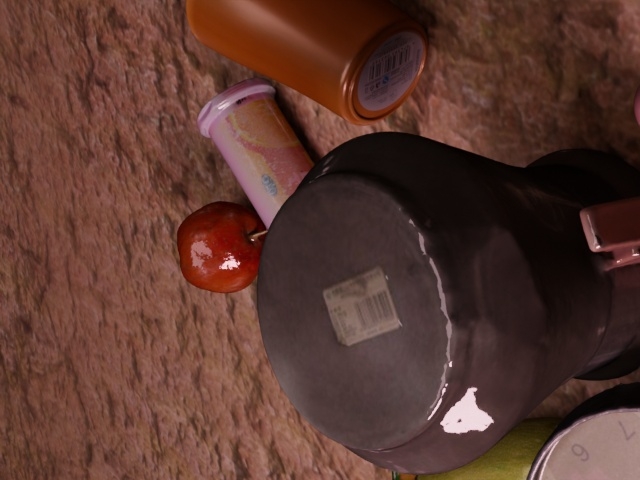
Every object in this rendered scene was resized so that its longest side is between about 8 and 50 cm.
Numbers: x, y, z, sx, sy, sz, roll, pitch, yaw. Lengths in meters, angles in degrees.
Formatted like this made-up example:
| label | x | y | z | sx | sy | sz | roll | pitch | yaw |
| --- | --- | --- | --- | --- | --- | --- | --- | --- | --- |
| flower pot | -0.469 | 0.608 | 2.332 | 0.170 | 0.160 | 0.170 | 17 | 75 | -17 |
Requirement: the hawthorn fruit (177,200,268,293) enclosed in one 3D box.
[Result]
| label | x | y | z | sx | sy | sz | roll | pitch | yaw |
| --- | --- | --- | --- | --- | --- | --- | --- | --- | --- |
| hawthorn fruit | -0.128 | 0.005 | 2.123 | 0.125 | 0.125 | 0.140 | 67 | 160 | 8 |

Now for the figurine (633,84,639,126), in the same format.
| label | x | y | z | sx | sy | sz | roll | pitch | yaw |
| --- | --- | --- | --- | --- | --- | --- | --- | --- | --- |
| figurine | 0.316 | -0.124 | 1.459 | 0.067 | 0.071 | 0.083 | -34 | 75 | 55 |

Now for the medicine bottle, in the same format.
| label | x | y | z | sx | sy | sz | roll | pitch | yaw |
| --- | --- | --- | --- | --- | --- | --- | --- | --- | --- |
| medicine bottle | 0.000 | 0.000 | 1.960 | 0.426 | 0.108 | 0.108 | 58 | 144 | 18 |

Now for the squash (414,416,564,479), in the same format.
| label | x | y | z | sx | sy | sz | roll | pitch | yaw |
| --- | --- | --- | --- | --- | --- | --- | --- | --- | --- |
| squash | 0.219 | 0.254 | 1.733 | 0.247 | 0.132 | 0.132 | -30 | 80 | 53 |

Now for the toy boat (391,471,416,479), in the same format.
| label | x | y | z | sx | sy | sz | roll | pitch | yaw |
| --- | --- | --- | --- | --- | --- | --- | --- | --- | --- |
| toy boat | 0.117 | 0.230 | 1.896 | 0.089 | 0.088 | 0.229 | 37 | 136 | 30 |

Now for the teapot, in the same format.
| label | x | y | z | sx | sy | sz | roll | pitch | yaw |
| --- | --- | --- | --- | --- | --- | --- | --- | --- | --- |
| teapot | 0.173 | 0.029 | 1.485 | 0.376 | 0.362 | 0.305 | -25 | 80 | 45 |

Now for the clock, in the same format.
| label | x | y | z | sx | sy | sz | roll | pitch | yaw |
| --- | --- | --- | --- | --- | --- | --- | --- | --- | --- |
| clock | 0.327 | 0.273 | 1.548 | 0.281 | 0.055 | 0.280 | 10 | 111 | 28 |

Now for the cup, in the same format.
| label | x | y | z | sx | sy | sz | roll | pitch | yaw |
| --- | --- | --- | --- | --- | --- | --- | --- | --- | --- |
| cup | -0.002 | -0.264 | 1.801 | 0.264 | 0.182 | 0.226 | 38 | 103 | 31 |
